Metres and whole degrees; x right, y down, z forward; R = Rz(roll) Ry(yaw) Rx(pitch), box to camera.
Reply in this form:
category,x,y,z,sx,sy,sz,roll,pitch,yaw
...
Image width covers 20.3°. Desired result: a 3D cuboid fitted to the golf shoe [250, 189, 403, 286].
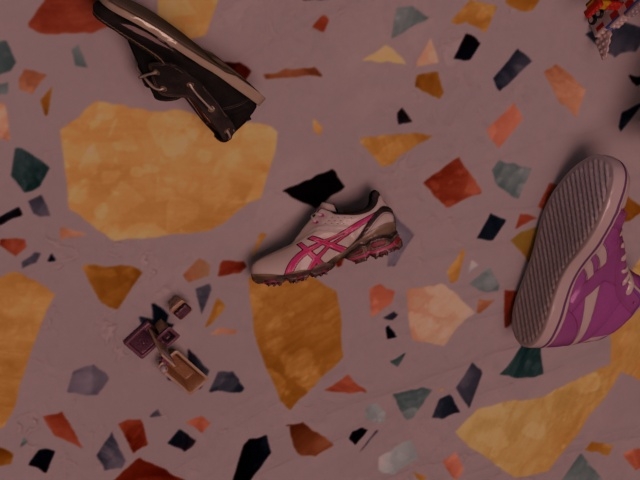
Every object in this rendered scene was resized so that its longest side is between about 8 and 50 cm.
category,x,y,z,sx,sy,sz,roll,pitch,yaw
golf shoe,0.000,0.000,2.139,0.186,0.067,0.086,-19,91,-7

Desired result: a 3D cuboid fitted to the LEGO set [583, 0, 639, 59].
category,x,y,z,sx,sy,sz,roll,pitch,yaw
LEGO set,0.389,-0.301,2.068,0.182,0.060,0.244,-22,158,9

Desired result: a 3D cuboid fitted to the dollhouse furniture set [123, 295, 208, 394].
category,x,y,z,sx,sy,sz,roll,pitch,yaw
dollhouse furniture set,-0.158,0.142,2.133,0.091,0.081,0.114,-42,125,4

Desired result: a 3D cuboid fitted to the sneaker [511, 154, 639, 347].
category,x,y,z,sx,sy,sz,roll,pitch,yaw
sneaker,0.358,0.013,2.272,0.161,0.102,0.282,2,127,-27

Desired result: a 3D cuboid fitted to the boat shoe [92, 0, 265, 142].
category,x,y,z,sx,sy,sz,roll,pitch,yaw
boat shoe,-0.163,-0.188,1.947,0.233,0.084,0.079,35,100,-36
